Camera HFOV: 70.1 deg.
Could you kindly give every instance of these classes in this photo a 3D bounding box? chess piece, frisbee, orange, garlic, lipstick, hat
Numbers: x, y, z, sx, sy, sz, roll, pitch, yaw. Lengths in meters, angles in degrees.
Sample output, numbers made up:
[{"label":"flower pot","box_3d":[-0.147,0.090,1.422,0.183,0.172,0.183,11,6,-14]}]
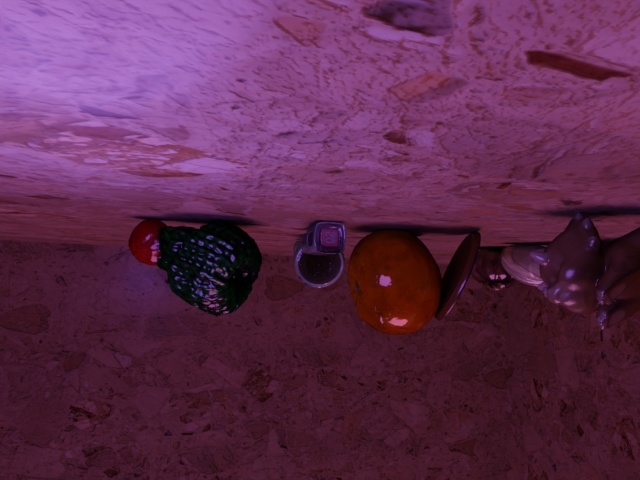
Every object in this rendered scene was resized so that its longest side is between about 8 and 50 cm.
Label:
[{"label":"chess piece","box_3d":[-0.010,0.053,1.608,0.175,0.176,0.298,2,-172,-2]},{"label":"frisbee","box_3d":[0.351,0.091,1.186,0.021,0.251,0.251,24,177,5]},{"label":"orange","box_3d":[0.194,0.108,1.204,0.225,0.284,0.284,-14,178,-10]},{"label":"garlic","box_3d":[0.679,0.109,1.706,0.244,0.161,0.245,2,175,0]},{"label":"lipstick","box_3d":[0.000,0.000,1.200,0.077,0.079,0.253,2,177,-10]},{"label":"hat","box_3d":[-0.330,0.031,1.180,0.332,0.242,0.274,24,156,10]}]

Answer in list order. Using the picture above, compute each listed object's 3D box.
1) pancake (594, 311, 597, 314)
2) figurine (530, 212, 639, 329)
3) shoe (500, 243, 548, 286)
[{"label":"pancake","box_3d":[0.861,0.114,1.263,0.282,0.049,0.283,-18,140,-16]},{"label":"figurine","box_3d":[0.505,0.028,0.807,0.177,0.247,0.173,34,-165,-34]},{"label":"shoe","box_3d":[0.731,0.064,1.383,0.341,0.132,0.211,22,156,24]}]
